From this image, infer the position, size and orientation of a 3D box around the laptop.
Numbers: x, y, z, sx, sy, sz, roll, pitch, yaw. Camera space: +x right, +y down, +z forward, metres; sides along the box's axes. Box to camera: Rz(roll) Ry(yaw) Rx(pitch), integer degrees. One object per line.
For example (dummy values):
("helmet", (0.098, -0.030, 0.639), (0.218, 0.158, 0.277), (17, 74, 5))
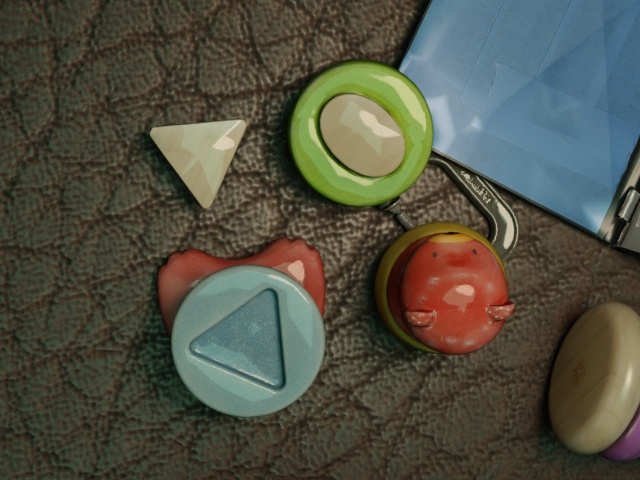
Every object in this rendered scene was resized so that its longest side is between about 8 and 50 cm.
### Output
("laptop", (0.332, -0.187, 1.247), (0.236, 0.408, 0.382), (30, 83, -45))

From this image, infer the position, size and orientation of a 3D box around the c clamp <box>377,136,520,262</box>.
("c clamp", (0.112, -0.009, 1.311), (0.137, 0.022, 0.161), (-37, 94, -9))

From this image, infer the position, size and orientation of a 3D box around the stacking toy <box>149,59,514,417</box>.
("stacking toy", (0.000, 0.000, 1.210), (0.308, 0.130, 0.280), (-16, 98, -1))

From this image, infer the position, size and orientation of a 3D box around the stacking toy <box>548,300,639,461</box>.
("stacking toy", (0.382, 0.168, 1.308), (0.330, 0.141, 0.141), (18, 86, -15))
